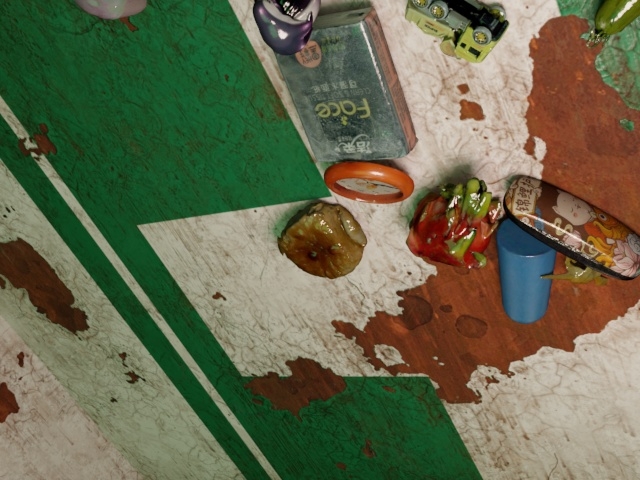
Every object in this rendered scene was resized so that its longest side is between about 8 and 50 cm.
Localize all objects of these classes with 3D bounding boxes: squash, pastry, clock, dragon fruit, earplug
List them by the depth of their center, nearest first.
[{"bbox_3d":[0.551,-0.434,1.327,0.080,0.071,0.318,47,134,-5],"label":"squash"},{"bbox_3d":[0.292,-0.054,1.786,0.200,0.199,0.269,-125,28,-44],"label":"dragon fruit"},{"bbox_3d":[0.109,-0.133,1.837,0.205,0.051,0.205,9,167,2],"label":"clock"},{"bbox_3d":[0.465,0.083,1.847,0.133,0.132,0.272,10,138,22],"label":"earplug"},{"bbox_3d":[0.000,0.000,2.046,0.229,0.100,0.218,4,132,25],"label":"pastry"}]

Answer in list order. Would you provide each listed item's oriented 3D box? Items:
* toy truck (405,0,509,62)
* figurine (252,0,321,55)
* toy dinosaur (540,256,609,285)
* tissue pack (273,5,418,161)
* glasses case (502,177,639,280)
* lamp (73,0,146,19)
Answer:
[{"bbox_3d":[0.243,-0.405,1.524,0.191,0.085,0.116,32,148,3],"label":"toy truck"},{"bbox_3d":[-0.058,-0.450,1.554,0.146,0.222,0.145,17,142,14],"label":"figurine"},{"bbox_3d":[0.560,0.083,1.794,0.162,0.039,0.126,-28,130,-3],"label":"toy dinosaur"},{"bbox_3d":[0.053,-0.317,1.703,0.228,0.103,0.315,0,130,32],"label":"tissue pack"},{"bbox_3d":[0.529,-0.025,1.701,0.321,0.122,0.082,29,140,2],"label":"glasses case"},{"bbox_3d":[-0.407,-0.580,1.610,0.301,0.247,0.247,-28,87,44],"label":"lamp"}]
